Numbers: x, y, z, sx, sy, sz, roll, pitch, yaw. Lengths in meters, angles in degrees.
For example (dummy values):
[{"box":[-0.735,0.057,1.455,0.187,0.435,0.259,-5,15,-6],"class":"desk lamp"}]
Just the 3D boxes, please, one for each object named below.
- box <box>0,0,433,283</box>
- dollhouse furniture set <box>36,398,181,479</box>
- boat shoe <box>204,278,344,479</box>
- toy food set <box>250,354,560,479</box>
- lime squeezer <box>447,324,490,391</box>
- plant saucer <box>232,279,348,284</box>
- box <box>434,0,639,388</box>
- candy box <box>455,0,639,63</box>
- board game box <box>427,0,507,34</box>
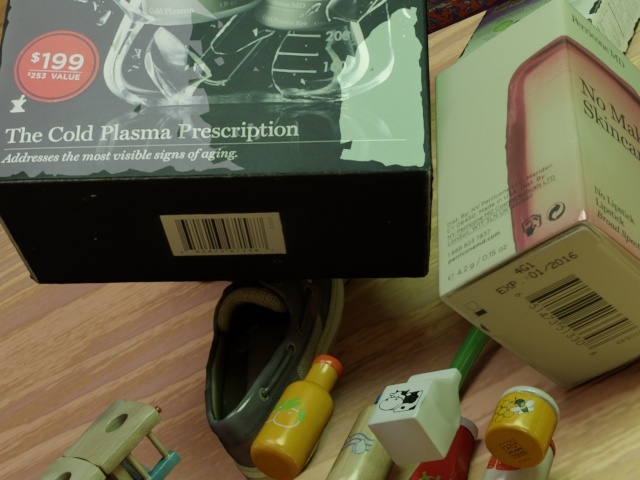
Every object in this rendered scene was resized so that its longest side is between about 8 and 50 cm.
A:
[{"box":[-0.081,-0.141,1.076,0.343,0.179,0.312,-2,61,3],"class":"box"},{"box":[-0.110,0.212,0.935,0.184,0.129,0.129,-1,39,52],"class":"dollhouse furniture set"},{"box":[-0.046,0.072,1.104,0.103,0.092,0.285,-18,42,23],"class":"boat shoe"},{"box":[0.076,0.129,0.883,0.232,0.111,0.104,-16,29,39],"class":"toy food set"},{"box":[0.149,0.024,1.086,0.110,0.059,0.310,-55,13,32],"class":"lime squeezer"},{"box":[0.000,0.000,1.300,0.188,0.045,0.188,-42,25,-19],"class":"plant saucer"},{"box":[0.178,-0.036,0.935,0.127,0.149,0.232,-32,38,34],"class":"box"},{"box":[0.247,-0.218,1.374,0.165,0.070,0.196,-13,30,37],"class":"candy box"},{"box":[0.097,-0.284,1.354,0.347,0.208,0.056,-21,71,19],"class":"board game box"}]
